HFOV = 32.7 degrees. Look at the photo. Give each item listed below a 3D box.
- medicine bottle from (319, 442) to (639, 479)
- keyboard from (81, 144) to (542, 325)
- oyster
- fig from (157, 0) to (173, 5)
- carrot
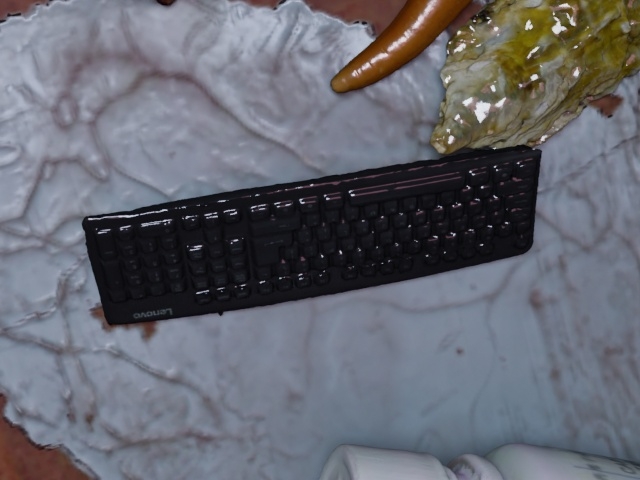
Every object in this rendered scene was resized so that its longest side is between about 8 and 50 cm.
[{"bbox_3d":[0.142,0.202,0.595,0.293,0.170,0.170,11,97,-11],"label":"medicine bottle"},{"bbox_3d":[0.000,0.000,0.605,0.250,0.017,0.087,-10,132,-7],"label":"keyboard"},{"bbox_3d":[0.125,-0.113,0.616,0.146,0.045,0.121,-5,90,-5],"label":"oyster"},{"bbox_3d":[-0.126,-0.188,0.531,0.128,0.150,0.128,7,54,-10],"label":"fig"},{"bbox_3d":[0.060,-0.131,0.604,0.035,0.035,0.142,41,95,-12],"label":"carrot"}]
